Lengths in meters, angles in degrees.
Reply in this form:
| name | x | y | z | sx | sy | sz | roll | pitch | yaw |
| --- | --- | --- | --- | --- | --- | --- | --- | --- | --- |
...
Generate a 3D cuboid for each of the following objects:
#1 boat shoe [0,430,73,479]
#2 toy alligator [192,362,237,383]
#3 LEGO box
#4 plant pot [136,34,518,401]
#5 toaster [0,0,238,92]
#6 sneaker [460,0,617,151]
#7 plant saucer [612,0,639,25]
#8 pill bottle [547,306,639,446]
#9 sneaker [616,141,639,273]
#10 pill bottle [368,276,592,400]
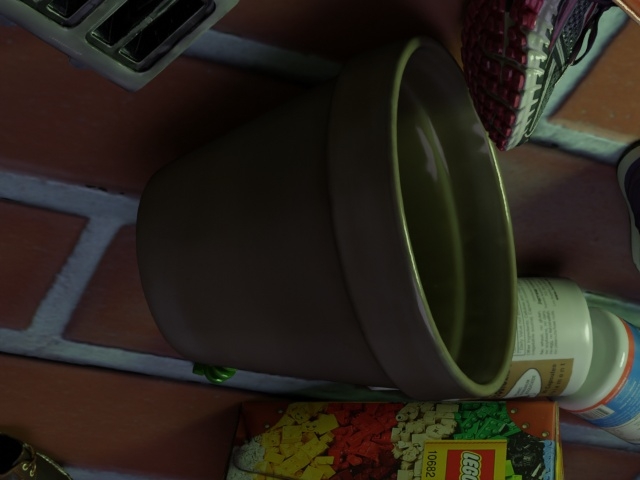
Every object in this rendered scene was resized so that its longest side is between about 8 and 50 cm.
| name | x | y | z | sx | sy | sz | roll | pitch | yaw |
| --- | --- | --- | --- | --- | --- | --- | --- | --- | --- |
| boat shoe | -0.355 | 0.252 | 1.764 | 0.207 | 0.073 | 0.073 | 26 | 128 | -37 |
| toy alligator | -0.084 | 0.100 | 1.680 | 0.056 | 0.051 | 0.189 | 17 | 131 | -31 |
| LEGO box | 0.109 | 0.424 | 1.877 | 0.373 | 0.193 | 0.500 | -1 | 133 | 11 |
| plant pot | 0.000 | 0.000 | 1.433 | 0.280 | 0.323 | 0.323 | -11 | 142 | 23 |
| toaster | -0.164 | -0.225 | 1.246 | 0.186 | 0.110 | 0.168 | -37 | 135 | 25 |
| sneaker | 0.204 | -0.200 | 1.357 | 0.112 | 0.121 | 0.299 | -4 | 135 | -22 |
| plant saucer | 0.325 | -0.282 | 1.287 | 0.259 | 0.048 | 0.258 | 31 | 93 | -39 |
| pill bottle | 0.362 | 0.168 | 1.821 | 0.124 | 0.124 | 0.221 | -39 | 134 | 27 |
| sneaker | 0.385 | 0.023 | 1.661 | 0.107 | 0.124 | 0.283 | -24 | 138 | 13 |
| pill bottle | 0.162 | 0.106 | 1.691 | 0.229 | 0.131 | 0.131 | -1 | 138 | -13 |
